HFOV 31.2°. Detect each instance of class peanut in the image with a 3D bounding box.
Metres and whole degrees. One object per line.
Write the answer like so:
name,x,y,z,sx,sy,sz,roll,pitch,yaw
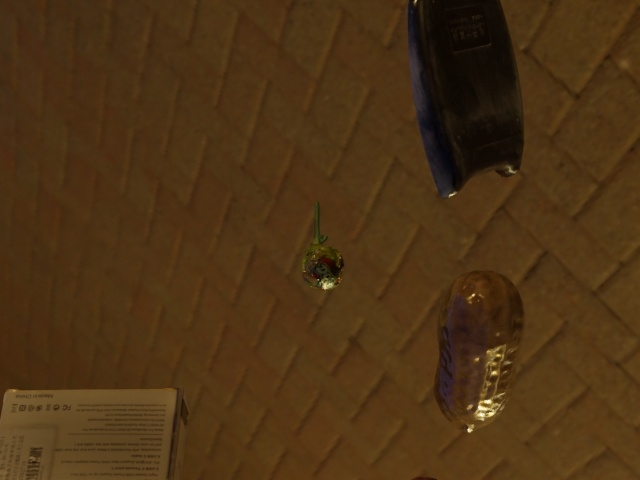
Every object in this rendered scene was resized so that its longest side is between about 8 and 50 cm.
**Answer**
peanut,0.176,0.124,1.279,0.095,0.108,0.226,2,127,3

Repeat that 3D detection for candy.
candy,0.000,0.000,0.958,0.123,0.035,0.035,-94,19,-60

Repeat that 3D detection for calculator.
calculator,0.174,-0.193,1.370,0.040,0.177,0.268,-4,103,48

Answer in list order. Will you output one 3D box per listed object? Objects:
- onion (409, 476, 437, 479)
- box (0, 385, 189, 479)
onion,0.088,0.345,1.287,0.150,0.140,0.150,176,90,-90
box,-0.160,0.210,0.735,0.129,0.247,0.033,0,147,5
